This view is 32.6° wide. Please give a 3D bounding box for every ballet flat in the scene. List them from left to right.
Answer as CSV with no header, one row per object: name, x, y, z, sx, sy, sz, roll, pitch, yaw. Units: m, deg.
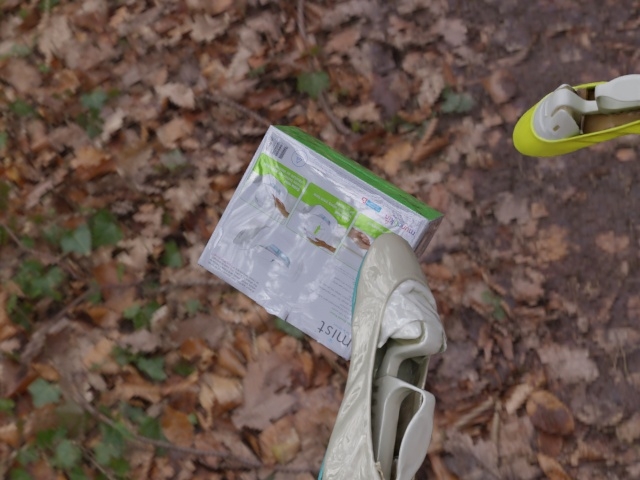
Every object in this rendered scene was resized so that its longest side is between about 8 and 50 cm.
ballet flat,0.064,0.107,0.882,0.086,0.086,0.248,3,69,21
ballet flat,0.294,-0.142,1.162,0.231,0.077,0.077,-6,71,40

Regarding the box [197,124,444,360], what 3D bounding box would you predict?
box,0.000,0.000,1.539,0.262,0.127,0.231,31,103,12
